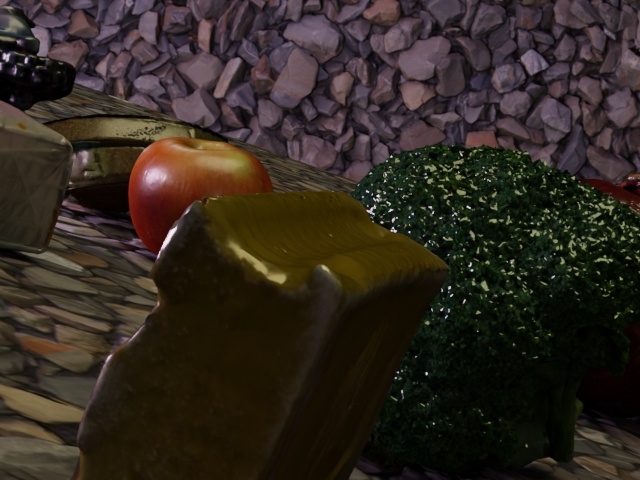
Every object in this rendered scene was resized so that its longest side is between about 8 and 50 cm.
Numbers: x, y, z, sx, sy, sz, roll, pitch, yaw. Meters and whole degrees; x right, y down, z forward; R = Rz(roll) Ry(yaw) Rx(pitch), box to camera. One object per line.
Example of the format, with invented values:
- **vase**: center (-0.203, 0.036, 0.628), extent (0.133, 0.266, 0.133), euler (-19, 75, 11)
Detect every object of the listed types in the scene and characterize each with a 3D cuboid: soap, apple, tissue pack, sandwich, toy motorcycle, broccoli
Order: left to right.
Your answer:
- **tissue pack**: center (-0.365, -0.085, 1.413), extent (0.185, 0.124, 0.225), euler (10, 11, -42)
- **toy motorcycle**: center (-0.493, -0.227, 1.954), extent (0.232, 0.172, 0.416), euler (9, 0, -41)
- **sandwich**: center (-0.229, -0.076, 1.768), extent (0.235, 0.079, 0.159), euler (13, -35, -33)
- **apple**: center (-0.128, -0.036, 1.652), extent (0.163, 0.139, 0.163), euler (7, 13, -2)
- **soap**: center (-0.027, 0.078, 0.801), extent (0.091, 0.199, 0.315), euler (28, 7, 11)
- **broccoli**: center (0.116, 0.063, 1.187), extent (0.308, 0.275, 0.308), euler (-19, 25, 9)

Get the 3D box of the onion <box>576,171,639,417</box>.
- **onion**: center (0.307, 0.052, 1.658), extent (0.276, 0.276, 0.276), euler (19, 7, -2)
